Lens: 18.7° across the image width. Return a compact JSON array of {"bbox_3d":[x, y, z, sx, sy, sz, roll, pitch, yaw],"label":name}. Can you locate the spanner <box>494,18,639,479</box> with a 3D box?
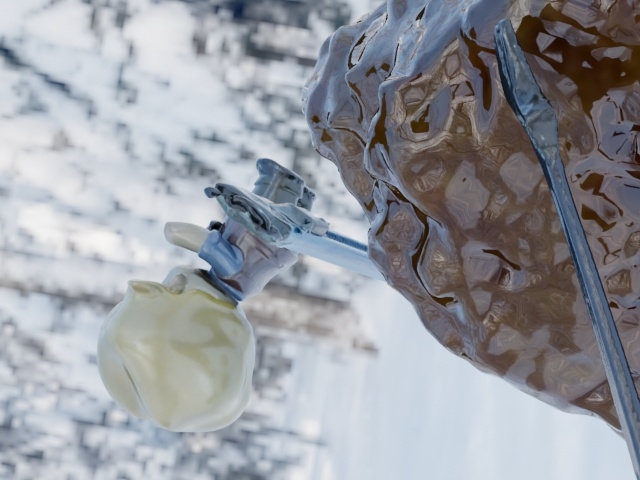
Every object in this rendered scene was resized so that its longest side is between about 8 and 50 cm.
[{"bbox_3d":[0.105,0.011,0.781,0.046,0.012,0.209,-139,30,-87],"label":"spanner"}]

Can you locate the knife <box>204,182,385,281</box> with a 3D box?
[{"bbox_3d":[0.001,-0.002,1.200,0.026,0.044,0.296,-61,-20,4],"label":"knife"}]

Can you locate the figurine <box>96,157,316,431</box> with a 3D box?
[{"bbox_3d":[-0.075,0.035,1.322,0.196,0.108,0.114,-64,-15,-8],"label":"figurine"}]

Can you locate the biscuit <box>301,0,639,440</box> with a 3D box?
[{"bbox_3d":[0.218,-0.068,0.881,0.395,0.342,0.166,-47,20,38],"label":"biscuit"}]
